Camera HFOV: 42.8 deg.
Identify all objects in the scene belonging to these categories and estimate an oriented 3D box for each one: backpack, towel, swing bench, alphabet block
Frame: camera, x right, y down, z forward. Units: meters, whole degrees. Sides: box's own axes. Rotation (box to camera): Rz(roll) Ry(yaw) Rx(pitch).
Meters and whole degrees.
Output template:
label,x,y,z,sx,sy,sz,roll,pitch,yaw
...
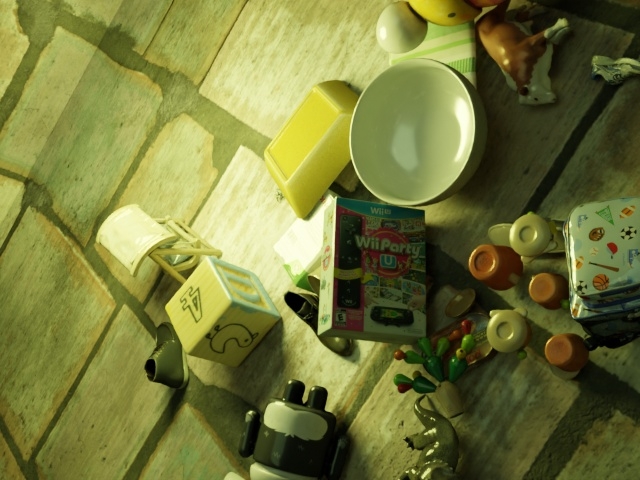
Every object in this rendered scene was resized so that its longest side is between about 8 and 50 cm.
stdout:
label,x,y,z,sx,sy,sz,roll,pitch,yaw
backpack,0.579,0.036,1.474,0.263,0.213,0.277,-11,63,27
towel,0.272,-0.370,1.974,0.247,0.038,0.325,-7,82,41
swing bench,-0.476,0.015,2.385,0.253,0.254,0.165,33,96,44
alphabet block,-0.261,0.190,2.169,0.197,0.192,0.193,-50,46,16

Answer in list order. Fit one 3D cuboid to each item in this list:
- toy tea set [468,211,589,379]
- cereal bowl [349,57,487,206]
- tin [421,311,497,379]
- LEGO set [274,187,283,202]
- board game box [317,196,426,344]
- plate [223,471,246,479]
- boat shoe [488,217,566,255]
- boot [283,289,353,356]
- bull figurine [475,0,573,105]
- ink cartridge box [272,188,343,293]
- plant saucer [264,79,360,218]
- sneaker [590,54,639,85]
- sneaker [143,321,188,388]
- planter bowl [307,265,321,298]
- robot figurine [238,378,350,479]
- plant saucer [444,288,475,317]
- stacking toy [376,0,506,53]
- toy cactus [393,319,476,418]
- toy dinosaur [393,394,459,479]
label,x,y,z,sx,sy,sz,roll,pitch,yaw
toy tea set,0.426,0.122,1.639,0.200,0.124,0.336,-24,66,32
cereal bowl,0.239,-0.241,1.873,0.338,0.141,0.339,0,90,39
tin,0.302,0.229,1.752,0.189,0.040,0.106,-33,50,28
LEGO set,-0.108,-0.148,2.281,0.054,0.023,0.083,-6,70,41
board game box,0.119,0.070,1.846,0.097,0.223,0.304,131,144,-65
plate,-0.198,0.743,1.990,0.277,0.045,0.278,15,83,45
boat shoe,0.451,-0.014,1.715,0.206,0.075,0.065,3,32,48
boot,-0.011,0.201,1.995,0.082,0.106,0.219,-55,46,11
bull figurine,0.460,-0.439,1.836,0.188,0.101,0.310,-43,50,17
ink cartridge box,0.000,0.000,2.075,0.219,0.092,0.160,-48,47,16
plant saucer,-0.024,-0.264,2.148,0.333,0.081,0.333,-52,32,11
sneaker,0.621,-0.347,1.695,0.135,0.052,0.058,22,98,52
sneaker,-0.453,0.316,2.339,0.083,0.118,0.222,-42,50,22
planter bowl,0.063,0.107,1.950,0.109,0.162,0.162,-43,43,-16
robot figurine,-0.062,0.467,1.893,0.209,0.173,0.278,3,75,50
plant saucer,0.308,0.140,1.776,0.083,0.015,0.083,-40,18,16
stacking toy,0.309,-0.599,1.826,0.480,0.350,0.351,-44,49,31
toy cactus,0.247,0.278,1.701,0.219,0.112,0.181,-31,64,19
toy dinosaur,0.233,0.443,1.671,0.160,0.121,0.314,-40,15,38
